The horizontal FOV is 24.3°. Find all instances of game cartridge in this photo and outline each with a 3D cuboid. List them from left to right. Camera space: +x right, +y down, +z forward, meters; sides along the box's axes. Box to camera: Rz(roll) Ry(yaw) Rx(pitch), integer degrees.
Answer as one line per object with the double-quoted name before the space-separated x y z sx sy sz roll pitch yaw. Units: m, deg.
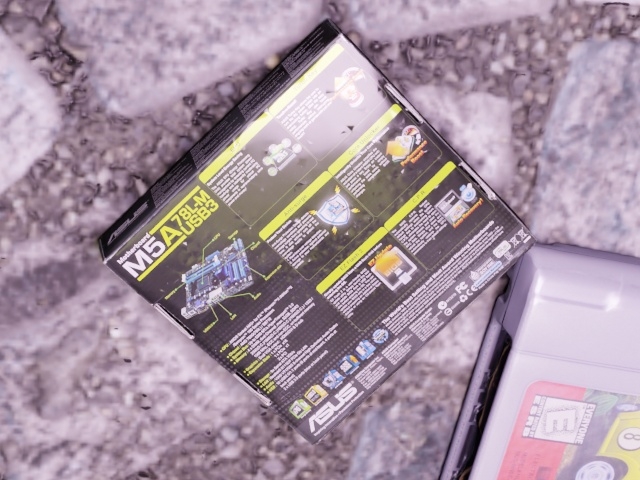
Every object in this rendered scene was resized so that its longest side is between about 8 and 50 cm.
"game cartridge" 0.181 0.153 0.974 0.196 0.060 0.294 8 109 -20

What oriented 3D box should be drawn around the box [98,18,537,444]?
"box" 0.000 0.000 0.877 0.191 0.045 0.184 -44 111 7
